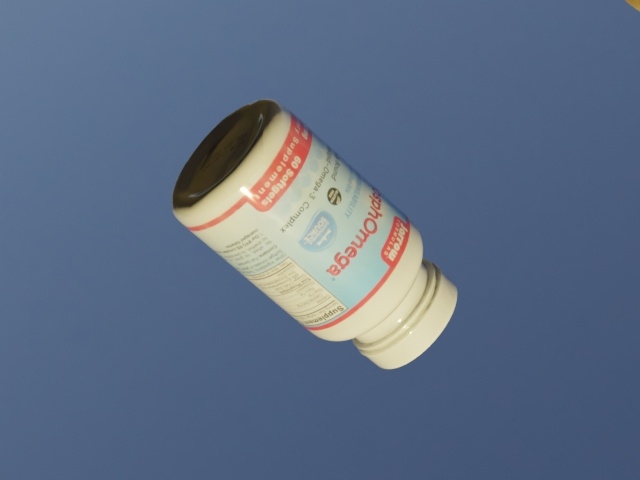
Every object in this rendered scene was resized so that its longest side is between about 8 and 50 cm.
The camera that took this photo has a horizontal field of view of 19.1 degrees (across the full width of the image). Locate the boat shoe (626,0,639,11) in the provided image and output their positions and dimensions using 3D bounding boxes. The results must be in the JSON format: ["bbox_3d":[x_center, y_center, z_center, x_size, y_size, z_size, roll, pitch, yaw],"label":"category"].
[{"bbox_3d":[0.207,-0.092,0.648,0.207,0.073,0.073,13,-144,5],"label":"boat shoe"}]

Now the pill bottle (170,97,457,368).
[{"bbox_3d":[0.000,0.000,1.073,0.087,0.160,0.087,-39,-155,22],"label":"pill bottle"}]
